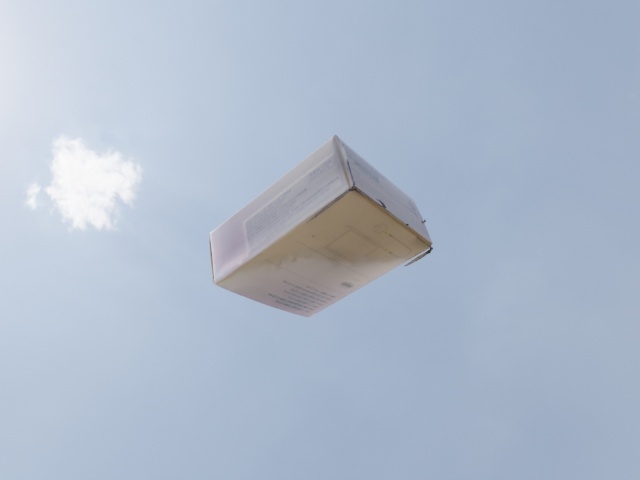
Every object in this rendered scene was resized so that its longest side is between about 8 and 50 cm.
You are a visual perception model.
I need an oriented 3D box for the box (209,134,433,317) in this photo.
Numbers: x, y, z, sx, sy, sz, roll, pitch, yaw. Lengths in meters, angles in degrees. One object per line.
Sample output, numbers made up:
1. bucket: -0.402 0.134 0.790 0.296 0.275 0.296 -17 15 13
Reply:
1. box: 0.000 0.000 0.649 0.251 0.106 0.203 -35 -39 25
